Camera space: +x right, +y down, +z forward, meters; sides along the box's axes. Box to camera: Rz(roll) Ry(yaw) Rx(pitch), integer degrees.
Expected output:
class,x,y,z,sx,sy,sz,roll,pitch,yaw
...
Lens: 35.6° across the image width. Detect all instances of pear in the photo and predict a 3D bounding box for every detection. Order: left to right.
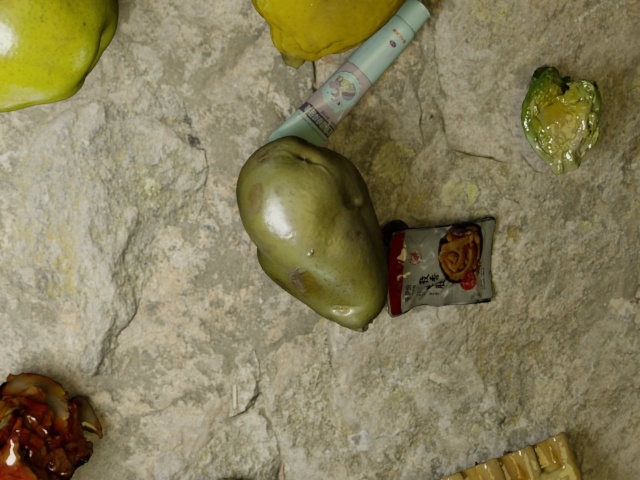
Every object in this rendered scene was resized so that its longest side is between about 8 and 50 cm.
class,x,y,z,sx,sy,sz,roll,pitch,yaw
pear,-0.425,-0.316,1.335,0.294,0.294,0.294,-3,100,-18

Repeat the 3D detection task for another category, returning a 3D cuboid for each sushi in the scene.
class,x,y,z,sx,sy,sz,roll,pitch,yaw
sushi,-0.427,0.316,1.417,0.182,0.343,0.196,-30,106,9

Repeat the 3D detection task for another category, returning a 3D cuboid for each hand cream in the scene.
class,x,y,z,sx,sy,sz,roll,pitch,yaw
hand cream,0.049,-0.259,1.615,0.331,0.058,0.085,-47,126,-1

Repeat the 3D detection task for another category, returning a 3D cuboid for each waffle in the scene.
class,x,y,z,sx,sy,sz,roll,pitch,yaw
waffle,0.345,0.529,1.765,0.348,0.077,0.304,-18,81,-17

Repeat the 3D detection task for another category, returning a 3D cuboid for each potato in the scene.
class,x,y,z,sx,sy,sz,roll,pitch,yaw
potato,0.002,-0.002,1.552,0.202,0.218,0.351,-34,110,-12

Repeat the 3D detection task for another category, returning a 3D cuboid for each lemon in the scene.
class,x,y,z,sx,sy,sz,roll,pitch,yaw
lemon,0.022,-0.433,1.464,0.285,0.285,0.316,12,138,-20

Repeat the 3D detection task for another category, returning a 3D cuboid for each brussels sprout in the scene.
class,x,y,z,sx,sy,sz,roll,pitch,yaw
brussels sprout,0.410,-0.208,1.717,0.139,0.100,0.181,-3,101,-7

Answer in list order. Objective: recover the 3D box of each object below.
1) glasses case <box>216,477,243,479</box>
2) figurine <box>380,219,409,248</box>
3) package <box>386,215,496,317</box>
class,x,y,z,sx,sy,sz,roll,pitch,yaw
glasses case,-0.034,0.533,1.685,0.425,0.098,0.156,29,97,-20
figurine,0.136,0.013,1.689,0.060,0.047,0.106,-28,117,10
package,0.208,0.044,1.698,0.239,0.030,0.154,-7,105,-31
